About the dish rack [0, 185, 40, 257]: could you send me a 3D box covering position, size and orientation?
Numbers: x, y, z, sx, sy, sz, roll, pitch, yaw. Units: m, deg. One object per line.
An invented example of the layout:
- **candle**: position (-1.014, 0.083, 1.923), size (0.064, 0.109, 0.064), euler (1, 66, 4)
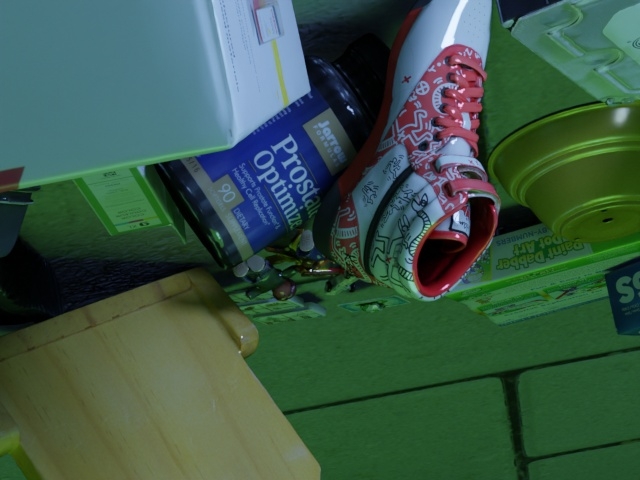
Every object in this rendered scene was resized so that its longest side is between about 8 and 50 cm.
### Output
- **dish rack**: position (-0.380, -0.046, 1.525), size (0.271, 0.074, 0.208), euler (19, -171, 39)

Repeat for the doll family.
- **doll family**: position (0.000, 0.000, 2.034), size (0.193, 0.076, 0.111), euler (-21, 151, 20)

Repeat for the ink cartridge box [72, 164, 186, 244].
- **ink cartridge box**: position (-0.174, -0.075, 1.723), size (0.062, 0.109, 0.209), euler (-11, 159, 6)

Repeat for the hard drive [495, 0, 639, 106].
- **hard drive**: position (0.343, -0.222, 1.630), size (0.339, 0.064, 0.237), euler (-19, 156, 26)

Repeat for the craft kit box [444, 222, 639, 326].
- **craft kit box**: position (0.281, 0.027, 2.204), size (0.250, 0.061, 0.246), euler (-16, 167, 16)

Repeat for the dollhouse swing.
- **dollhouse swing**: position (-0.230, 0.234, 2.073), size (0.347, 0.305, 0.315), euler (-21, 171, -41)

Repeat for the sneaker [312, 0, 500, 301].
- **sneaker**: position (0.106, -0.081, 1.586), size (0.090, 0.270, 0.145), euler (24, -176, -43)

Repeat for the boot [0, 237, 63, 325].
- **boot**: position (-0.393, 0.058, 1.984), size (0.207, 0.094, 0.246), euler (-16, 164, 6)

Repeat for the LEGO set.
- **LEGO set**: position (0.013, 0.044, 2.214), size (0.244, 0.060, 0.182), euler (-10, 165, 22)

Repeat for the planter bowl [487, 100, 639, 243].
- **planter bowl**: position (0.283, -0.055, 1.985), size (0.217, 0.090, 0.217), euler (-7, 159, -3)

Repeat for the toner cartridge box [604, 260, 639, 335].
- **toner cartridge box**: position (0.491, 0.025, 2.086), size (0.165, 0.075, 0.348), euler (1, 163, -43)

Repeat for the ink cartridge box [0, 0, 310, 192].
- **ink cartridge box**: position (-0.175, -0.130, 1.311), size (0.279, 0.160, 0.384), euler (-12, -173, 7)

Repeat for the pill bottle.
- **pill bottle**: position (-0.024, -0.082, 1.677), size (0.219, 0.123, 0.123), euler (-34, 159, -6)
